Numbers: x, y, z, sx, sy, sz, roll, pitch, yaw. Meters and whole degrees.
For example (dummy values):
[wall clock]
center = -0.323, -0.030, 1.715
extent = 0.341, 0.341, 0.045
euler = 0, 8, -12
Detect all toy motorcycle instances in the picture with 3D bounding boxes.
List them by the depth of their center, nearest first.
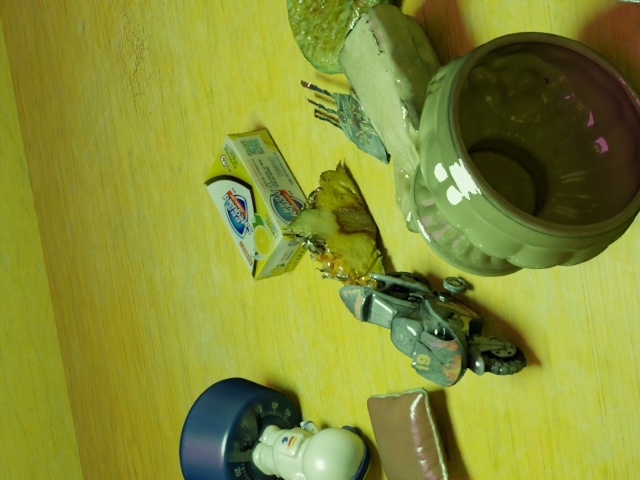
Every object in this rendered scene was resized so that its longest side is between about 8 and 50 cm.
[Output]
[toy motorcycle]
center = 0.173, 0.136, 1.443
extent = 0.307, 0.173, 0.108
euler = 35, 128, 43

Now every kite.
[kite]
center = 0.037, -0.223, 1.628
extent = 0.245, 0.015, 0.141
euler = 37, 153, 49

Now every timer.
[timer]
center = -0.066, 0.431, 1.835
extent = 0.383, 0.270, 0.270
euler = 2, 102, 40

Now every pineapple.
[pineapple]
center = 0.003, 0.005, 1.662
extent = 0.250, 0.164, 0.140
euler = 64, 150, 14

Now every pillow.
[pillow]
center = 0.159, 0.350, 1.606
extent = 0.171, 0.075, 0.179
euler = -23, 81, 54

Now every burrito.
[burrito]
center = 0.147, -0.186, 1.417
extent = 0.332, 0.135, 0.190
euler = 69, 159, 8

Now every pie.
[pie]
center = 0.028, -0.427, 1.577
extent = 0.277, 0.078, 0.277
euler = 11, 104, 55

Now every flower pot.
[flower pot]
center = 0.248, -0.093, 1.187
extent = 0.307, 0.307, 0.244
euler = 67, 157, 16

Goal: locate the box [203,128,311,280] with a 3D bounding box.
[box]
center = -0.122, -0.073, 1.861
extent = 0.265, 0.097, 0.168
euler = 62, 141, 22

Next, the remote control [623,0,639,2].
[remote control]
center = 0.401, -0.336, 1.093
extent = 0.293, 0.051, 0.103
euler = 24, 119, 45
